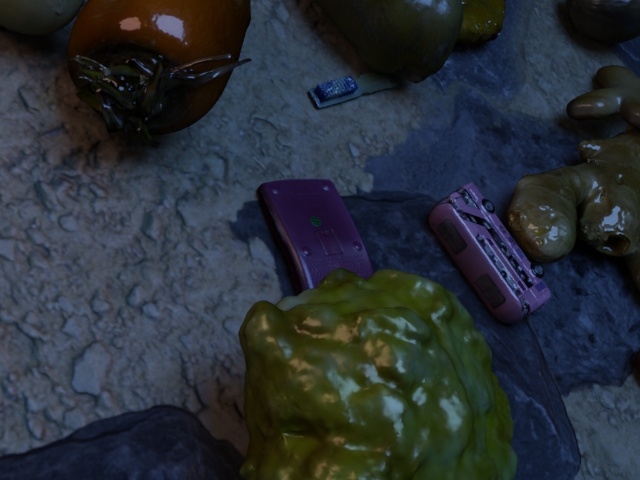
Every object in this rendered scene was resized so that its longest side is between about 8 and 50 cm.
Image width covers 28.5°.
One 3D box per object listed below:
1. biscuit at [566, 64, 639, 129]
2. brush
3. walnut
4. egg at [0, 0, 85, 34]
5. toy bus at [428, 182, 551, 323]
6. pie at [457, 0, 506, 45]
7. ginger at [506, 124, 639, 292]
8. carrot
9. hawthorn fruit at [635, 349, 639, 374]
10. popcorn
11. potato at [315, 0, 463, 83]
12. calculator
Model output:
[{"bbox_3d":[0.509,-0.237,2.074,0.164,0.047,0.208,15,31,23],"label":"biscuit"},{"bbox_3d":[0.052,-0.225,1.816,0.178,0.030,0.033,-21,65,-43],"label":"brush"},{"bbox_3d":[0.508,-0.411,2.208,0.162,0.140,0.140,-7,64,-23],"label":"walnut"},{"bbox_3d":[-0.360,-0.334,1.497,0.164,0.164,0.201,-23,71,-44],"label":"egg"},{"bbox_3d":[0.235,0.019,1.754,0.090,0.063,0.203,-27,79,-44],"label":"toy bus"},{"bbox_3d":[0.198,-0.420,2.029,0.273,0.069,0.273,19,52,-25],"label":"pie"},{"bbox_3d":[0.422,-0.063,1.929,0.363,0.122,0.348,16,50,-20],"label":"ginger"},{"bbox_3d":[-0.194,-0.233,1.520,0.214,0.193,0.331,26,45,-3],"label":"carrot"},{"bbox_3d":[0.500,0.198,1.837,0.067,0.066,0.103,-44,116,-45],"label":"hawthorn fruit"},{"bbox_3d":[0.072,0.201,1.351,0.334,0.294,0.292,4,28,-36],"label":"popcorn"},{"bbox_3d":[0.089,-0.397,1.838,0.218,0.202,0.351,-17,89,-21],"label":"potato"},{"bbox_3d":[0.000,0.000,1.617,0.126,0.034,0.190,-6,64,-37],"label":"calculator"}]
